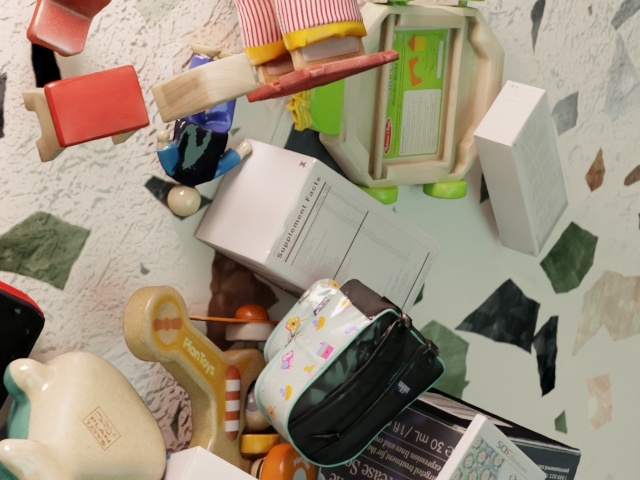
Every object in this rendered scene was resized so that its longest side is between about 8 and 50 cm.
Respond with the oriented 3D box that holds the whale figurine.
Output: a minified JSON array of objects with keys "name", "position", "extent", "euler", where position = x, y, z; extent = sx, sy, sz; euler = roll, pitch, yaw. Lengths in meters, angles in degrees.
[{"name":"whale figurine","position":[-0.269,0.224,1.628],"extent":[0.141,0.272,0.216],"euler":[-35,94,18]}]

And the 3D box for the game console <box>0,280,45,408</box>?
[{"name":"game console","position":[-0.478,0.173,1.553],"extent":[0.342,0.060,0.387],"euler":[34,81,-47]}]

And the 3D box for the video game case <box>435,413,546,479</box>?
[{"name":"video game case","position":[0.175,0.294,1.773],"extent":[0.143,0.019,0.157],"euler":[44,74,-39]}]

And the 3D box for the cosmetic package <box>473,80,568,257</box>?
[{"name":"cosmetic package","position":[0.261,-0.090,2.051],"extent":[0.099,0.060,0.239],"euler":[-58,149,-26]}]

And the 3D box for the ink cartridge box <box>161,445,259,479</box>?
[{"name":"ink cartridge box","position":[-0.099,0.356,1.713],"extent":[0.232,0.171,0.168],"euler":[32,65,-16]}]

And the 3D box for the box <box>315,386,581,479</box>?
[{"name":"box","position":[0.097,0.387,1.944],"extent":[0.212,0.293,0.396],"euler":[14,93,-42]}]

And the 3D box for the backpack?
[{"name":"backpack","position":[0.018,0.149,1.755],"extent":[0.188,0.144,0.166],"euler":[-52,138,-7]}]

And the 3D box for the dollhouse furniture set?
[{"name":"dollhouse furniture set","position":[-0.124,-0.229,1.630],"extent":[0.374,0.152,0.201],"euler":[-18,93,-33]}]

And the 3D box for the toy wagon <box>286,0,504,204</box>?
[{"name":"toy wagon","position":[0.087,-0.180,1.919],"extent":[0.344,0.068,0.267],"euler":[-6,106,-39]}]

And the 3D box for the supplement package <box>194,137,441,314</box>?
[{"name":"supplement package","position":[0.000,0.000,1.851],"extent":[0.244,0.134,0.139],"euler":[33,81,-42]}]

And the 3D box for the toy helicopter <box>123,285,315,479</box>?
[{"name":"toy helicopter","position":[-0.111,0.147,1.792],"extent":[0.355,0.140,0.235],"euler":[52,48,-48]}]

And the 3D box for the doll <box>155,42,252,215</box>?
[{"name":"doll","position":[-0.129,-0.118,1.764],"extent":[0.129,0.046,0.189],"euler":[12,94,-41]}]
